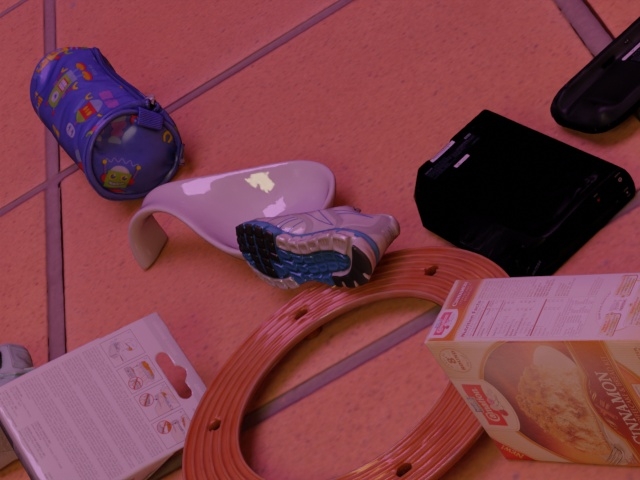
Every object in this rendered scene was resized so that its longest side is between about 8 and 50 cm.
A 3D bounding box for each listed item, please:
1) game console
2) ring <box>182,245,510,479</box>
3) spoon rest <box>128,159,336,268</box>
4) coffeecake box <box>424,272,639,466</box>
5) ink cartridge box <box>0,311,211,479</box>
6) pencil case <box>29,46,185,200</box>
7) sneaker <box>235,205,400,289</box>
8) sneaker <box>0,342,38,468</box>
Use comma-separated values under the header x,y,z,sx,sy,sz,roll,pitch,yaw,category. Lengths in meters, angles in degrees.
x,y,z,sx,sy,sz,roll,pitch,yaw,category
0.257,-0.116,1.431,0.361,0.044,0.213,-42,34,-9,game console
0.028,0.132,1.327,0.336,0.032,0.336,-24,32,16,ring
-0.102,-0.026,1.614,0.276,0.084,0.137,-9,41,38,spoon rest
0.192,0.096,1.119,0.185,0.142,0.068,-4,44,42,coffeecake box
-0.197,0.164,1.430,0.179,0.045,0.145,-25,63,-23,ink cartridge box
-0.269,-0.152,1.902,0.133,0.119,0.306,-60,32,8,pencil case
0.000,0.000,1.463,0.190,0.071,0.083,6,36,44,sneaker
-0.297,0.142,1.565,0.256,0.094,0.151,-25,39,22,sneaker
